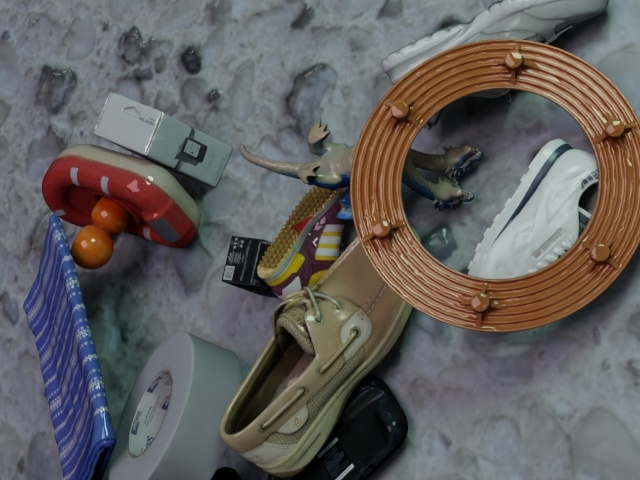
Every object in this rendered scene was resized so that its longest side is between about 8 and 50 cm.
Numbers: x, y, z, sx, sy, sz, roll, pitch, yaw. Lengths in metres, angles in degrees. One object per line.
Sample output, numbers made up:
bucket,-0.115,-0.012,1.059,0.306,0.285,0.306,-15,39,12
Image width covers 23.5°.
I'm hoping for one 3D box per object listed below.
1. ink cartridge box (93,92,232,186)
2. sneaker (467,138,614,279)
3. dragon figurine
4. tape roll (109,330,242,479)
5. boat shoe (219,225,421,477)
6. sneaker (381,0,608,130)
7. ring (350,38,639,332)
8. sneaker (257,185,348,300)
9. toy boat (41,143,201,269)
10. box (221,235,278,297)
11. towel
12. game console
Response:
ink cartridge box,-0.209,-0.133,2.045,0.109,0.150,0.063,22,89,38
sneaker,0.245,0.004,1.727,0.095,0.090,0.235,32,96,28
dragon figurine,0.046,-0.078,1.847,0.289,0.144,0.085,-8,61,28
tape roll,-0.180,0.225,1.900,0.219,0.072,0.219,-49,27,37
boat shoe,0.004,0.111,1.813,0.122,0.110,0.341,16,73,50
sneaker,0.219,-0.224,1.826,0.281,0.105,0.115,-23,97,24
ring,0.195,-0.066,1.697,0.337,0.032,0.336,-3,77,11
sneaker,0.000,0.000,1.916,0.185,0.084,0.069,-52,27,-19
toy boat,-0.283,-0.029,2.053,0.231,0.151,0.151,16,66,38
box,-0.074,0.035,1.939,0.052,0.083,0.062,7,80,38
towel,-0.336,0.168,2.027,0.243,0.040,0.336,118,139,-54
game console,-0.028,0.321,1.844,0.361,0.044,0.213,-47,56,15
